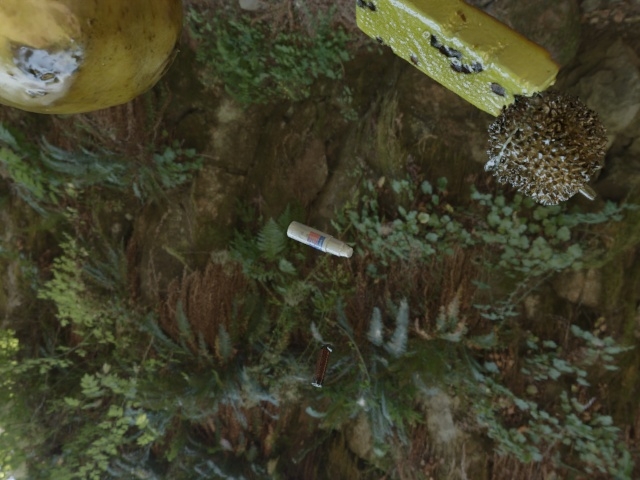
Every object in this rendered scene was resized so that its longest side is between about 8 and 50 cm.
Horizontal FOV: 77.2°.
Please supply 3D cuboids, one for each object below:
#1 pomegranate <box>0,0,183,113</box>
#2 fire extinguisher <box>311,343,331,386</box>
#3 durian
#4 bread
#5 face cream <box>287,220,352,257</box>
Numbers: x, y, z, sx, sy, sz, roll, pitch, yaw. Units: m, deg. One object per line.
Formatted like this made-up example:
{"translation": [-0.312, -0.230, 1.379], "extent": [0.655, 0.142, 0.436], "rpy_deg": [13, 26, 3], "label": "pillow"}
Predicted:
{"translation": [-0.288, -0.275, 0.415], "extent": [0.280, 0.282, 0.281], "rpy_deg": [9, -177, 0], "label": "pomegranate"}
{"translation": [0.005, 0.232, 0.756], "extent": [0.022, 0.083, 0.028], "rpy_deg": [-14, 138, 40], "label": "fire extinguisher"}
{"translation": [0.161, -0.064, 0.285], "extent": [0.091, 0.080, 0.080], "rpy_deg": [49, -169, 8], "label": "durian"}
{"translation": [0.219, -0.336, 0.682], "extent": [0.361, 0.077, 0.138], "rpy_deg": [38, 176, 8], "label": "bread"}
{"translation": [0.000, 0.000, 0.759], "extent": [0.130, 0.034, 0.034], "rpy_deg": [22, -172, 21], "label": "face cream"}
